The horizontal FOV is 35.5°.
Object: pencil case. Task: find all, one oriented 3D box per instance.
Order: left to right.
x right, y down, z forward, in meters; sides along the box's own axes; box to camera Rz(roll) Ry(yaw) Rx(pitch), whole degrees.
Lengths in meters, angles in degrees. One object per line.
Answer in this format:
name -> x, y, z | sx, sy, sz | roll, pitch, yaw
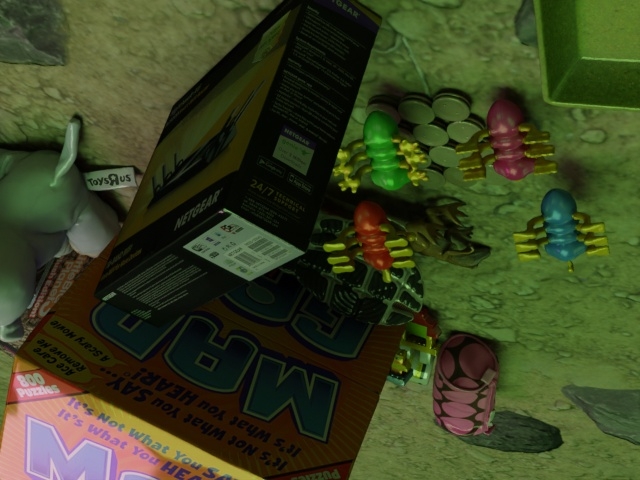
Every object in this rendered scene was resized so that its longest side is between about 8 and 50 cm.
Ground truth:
pencil case -> 0.216, 0.217, 1.463 | 0.098, 0.095, 0.209 | 41, 164, 26

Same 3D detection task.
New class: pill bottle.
pill bottle -> 0.108, 0.167, 1.458 | 0.116, 0.065, 0.065 | 14, 153, 7

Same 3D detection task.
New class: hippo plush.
hippo plush -> -0.380, 0.018, 1.283 | 0.294, 0.237, 0.234 | -2, 147, 35

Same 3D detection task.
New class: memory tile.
memory tile -> 0.119, -0.098, 1.002 | 0.113, 0.012, 0.148 | -2, 148, 34

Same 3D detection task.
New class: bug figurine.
bug figurine -> 0.135, -0.043, 0.977 | 0.279, 0.072, 0.216 | -3, 134, 17

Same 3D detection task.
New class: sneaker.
sneaker -> 0.000, 0.000, 1.165 | 0.279, 0.107, 0.118 | 29, -167, 4

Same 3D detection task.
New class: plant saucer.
plant saucer -> 0.258, -0.168, 0.744 | 0.188, 0.045, 0.188 | 8, 152, 21

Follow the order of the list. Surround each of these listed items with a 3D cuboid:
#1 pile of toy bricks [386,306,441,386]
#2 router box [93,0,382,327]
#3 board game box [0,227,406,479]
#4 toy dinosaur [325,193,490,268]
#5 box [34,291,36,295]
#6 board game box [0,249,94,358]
pile of toy bricks -> 0.052, 0.115, 1.375 | 0.212, 0.118, 0.105 | 16, 122, 25
router box -> -0.085, -0.069, 0.929 | 0.081, 0.243, 0.309 | 29, 151, -21
board game box -> -0.147, 0.219, 1.220 | 0.356, 0.356, 0.357 | 26, 128, 3
toy dinosaur -> 0.103, -0.009, 1.128 | 0.211, 0.064, 0.112 | 25, 154, -14
box -> -0.544, 0.046, 1.494 | 0.203, 0.114, 0.103 | -11, 175, 21
board game box -> -0.379, 0.127, 1.601 | 0.291, 0.141, 0.232 | -3, 147, 37
